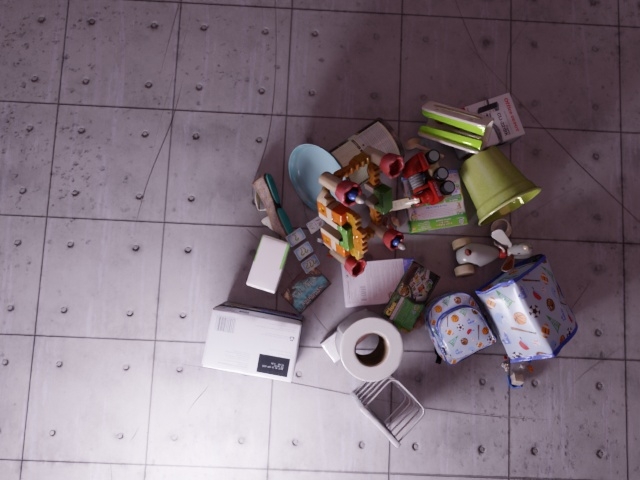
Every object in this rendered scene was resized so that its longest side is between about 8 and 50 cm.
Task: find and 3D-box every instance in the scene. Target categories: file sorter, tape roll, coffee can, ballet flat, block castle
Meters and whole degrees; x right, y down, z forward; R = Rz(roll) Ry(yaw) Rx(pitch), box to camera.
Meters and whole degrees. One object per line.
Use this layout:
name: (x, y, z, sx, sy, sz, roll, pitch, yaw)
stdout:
file sorter: (0.258, 0.633, 1.748, 0.173, 0.278, 0.193, -44, 87, -9)
tape roll: (0.186, 0.407, 1.759, 0.246, 0.169, 0.246, 0, 90, -4)
coffee can: (0.180, -0.351, 1.871, 0.275, 0.201, 0.201, -34, 86, -4)
ballet flat: (-0.208, -0.127, 1.905, 0.106, 0.107, 0.316, -23, 80, 17)
block castle: (0.177, -0.095, 1.701, 0.303, 0.453, 0.213, -33, 48, -23)

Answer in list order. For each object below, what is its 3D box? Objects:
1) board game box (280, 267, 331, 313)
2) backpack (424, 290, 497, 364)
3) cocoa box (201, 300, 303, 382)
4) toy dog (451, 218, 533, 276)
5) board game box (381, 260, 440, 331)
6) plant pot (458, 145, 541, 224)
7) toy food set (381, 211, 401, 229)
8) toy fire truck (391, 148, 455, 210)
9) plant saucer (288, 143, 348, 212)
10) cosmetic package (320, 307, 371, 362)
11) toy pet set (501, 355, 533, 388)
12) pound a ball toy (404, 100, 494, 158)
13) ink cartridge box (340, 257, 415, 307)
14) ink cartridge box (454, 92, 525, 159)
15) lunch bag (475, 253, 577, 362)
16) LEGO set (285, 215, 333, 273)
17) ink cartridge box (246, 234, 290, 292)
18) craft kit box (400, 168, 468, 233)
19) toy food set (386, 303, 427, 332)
board game box: (-0.062, 0.203, 1.902, 0.126, 0.026, 0.186, 45, 85, 2)
backpack: (0.550, 0.342, 1.817, 0.276, 0.213, 0.263, -27, 80, -3)
cocoa box: (-0.254, 0.390, 1.774, 0.347, 0.228, 0.231, 10, 90, 0)
toy dog: (0.697, 0.041, 1.842, 0.333, 0.161, 0.220, -28, 73, 1)
board game box: (0.373, 0.228, 1.851, 0.136, 0.030, 0.260, 32, 85, -4)
plant pot: (0.716, -0.239, 1.863, 0.276, 0.276, 0.254, -27, 74, -4)
toy food set: (0.288, -0.091, 1.943, 0.078, 0.019, 0.122, -33, 94, -4)
toy fire truck: (0.388, -0.229, 1.855, 0.246, 0.158, 0.217, -23, 86, -14)
plant saucer: (-0.001, -0.250, 1.831, 0.317, 0.317, 0.043, 48, 54, 3)
cosmetic package: (0.122, 0.392, 1.871, 0.239, 0.060, 0.099, -36, 91, -4)
toy pet set: (0.821, 0.556, 1.884, 0.122, 0.065, 0.114, 10, 50, -3)
pound a ball toy: (0.528, -0.447, 1.858, 0.319, 0.208, 0.136, 26, 45, 28)
ink cartridge box: (0.248, 0.175, 1.894, 0.311, 0.065, 0.186, -5, 85, 0)
ink cartridge box: (0.706, -0.491, 1.940, 0.273, 0.114, 0.197, -19, 85, -3)
lunch bag: (0.851, 0.258, 1.804, 0.385, 0.239, 0.328, -23, 86, -37)
LEGO set: (0.000, 0.000, 1.874, 0.244, 0.060, 0.182, -34, 104, -21)
ink cartridge box: (-0.201, 0.096, 1.787, 0.114, 0.273, 0.198, 17, 85, -2)
craft kit box: (0.489, -0.169, 1.937, 0.250, 0.061, 0.247, -8, 82, -2)
toy food set: (0.376, 0.322, 1.894, 0.192, 0.038, 0.132, -1, 85, -1)
